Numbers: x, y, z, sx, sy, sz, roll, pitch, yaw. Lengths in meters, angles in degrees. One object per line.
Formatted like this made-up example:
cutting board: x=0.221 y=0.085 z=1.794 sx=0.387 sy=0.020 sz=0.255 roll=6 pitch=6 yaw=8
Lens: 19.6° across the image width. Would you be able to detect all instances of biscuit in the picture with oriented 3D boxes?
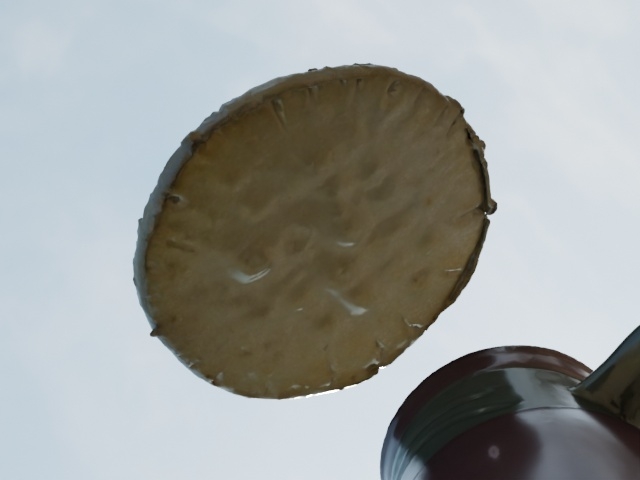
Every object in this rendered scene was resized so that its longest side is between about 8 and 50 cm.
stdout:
biscuit: x=0.000 y=0.000 z=0.710 sx=0.152 sy=0.020 sz=0.152 roll=-13 pitch=-57 yaw=-20

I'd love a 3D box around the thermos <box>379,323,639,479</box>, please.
thermos: x=0.087 y=0.110 z=0.537 sx=0.146 sy=0.176 sz=0.265 roll=40 pitch=-167 yaw=-17
